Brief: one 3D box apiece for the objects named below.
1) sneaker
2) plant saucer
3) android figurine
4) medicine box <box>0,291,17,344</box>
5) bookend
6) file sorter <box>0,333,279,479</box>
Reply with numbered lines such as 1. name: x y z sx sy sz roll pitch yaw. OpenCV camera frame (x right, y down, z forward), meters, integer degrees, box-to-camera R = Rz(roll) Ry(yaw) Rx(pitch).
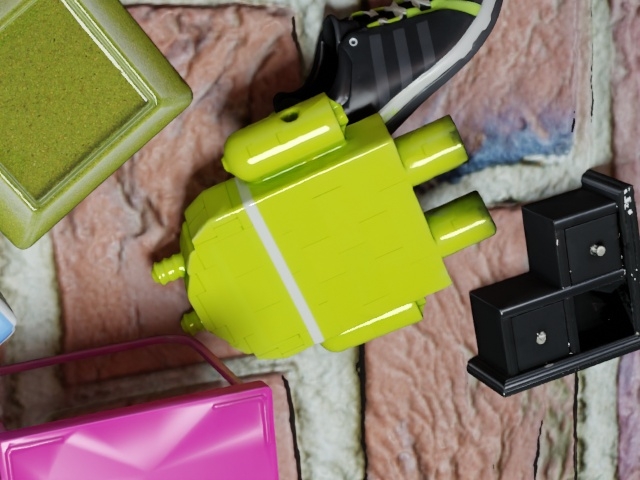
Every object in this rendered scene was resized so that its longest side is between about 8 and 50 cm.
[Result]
1. sneaker: 0.051 -0.157 1.220 0.235 0.084 0.097 -48 116 -5
2. plant saucer: -0.212 -0.113 1.140 0.188 0.045 0.188 -43 116 -8
3. android figurine: 0.000 0.000 1.220 0.272 0.056 0.248 -24 130 5
4. medicine box: -0.408 0.029 1.037 0.263 0.149 0.289 -43 115 -7
5. bookend: 0.205 0.036 1.347 0.156 0.072 0.157 -16 110 -18
6. file sorter: -0.152 0.241 1.188 0.202 0.182 0.291 -10 107 -20
